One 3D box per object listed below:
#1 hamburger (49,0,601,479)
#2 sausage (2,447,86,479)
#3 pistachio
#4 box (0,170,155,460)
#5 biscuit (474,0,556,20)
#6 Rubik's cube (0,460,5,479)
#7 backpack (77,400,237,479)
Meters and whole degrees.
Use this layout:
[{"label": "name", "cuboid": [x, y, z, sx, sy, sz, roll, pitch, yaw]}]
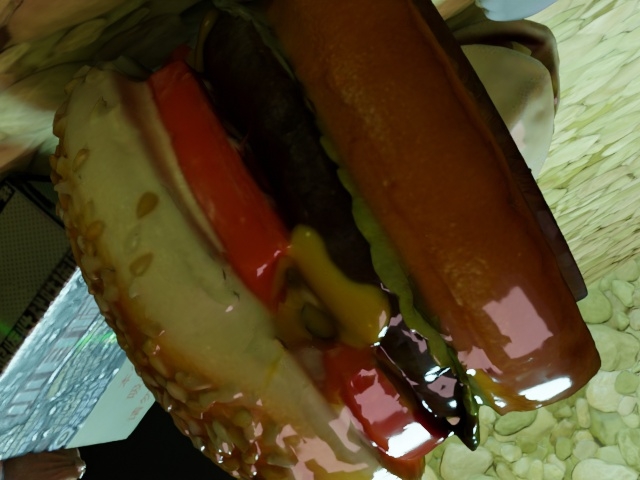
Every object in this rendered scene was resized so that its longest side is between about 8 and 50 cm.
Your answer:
[{"label": "hamburger", "cuboid": [0.000, 0.000, 1.149, 0.250, 0.330, 0.330, -28, 169, 3]}, {"label": "sausage", "cuboid": [-0.307, 0.236, 1.617, 0.088, 0.088, 0.433, -20, 171, -41]}, {"label": "pistachio", "cuboid": [0.102, -0.082, 1.523, 0.229, 0.157, 0.157, -44, 163, 33]}, {"label": "box", "cuboid": [-0.177, 0.056, 1.395, 0.198, 0.084, 0.310, -53, 164, 11]}, {"label": "biscuit", "cuboid": [0.196, -0.223, 1.358, 0.208, 0.049, 0.181, -29, 170, 5]}, {"label": "Rubik's cube", "cuboid": [-0.339, 0.156, 1.411, 0.228, 0.228, 0.233, -69, -157, 9]}, {"label": "backpack", "cuboid": [-0.067, 0.173, 1.839, 0.363, 0.255, 0.446, -53, 162, 11]}]
